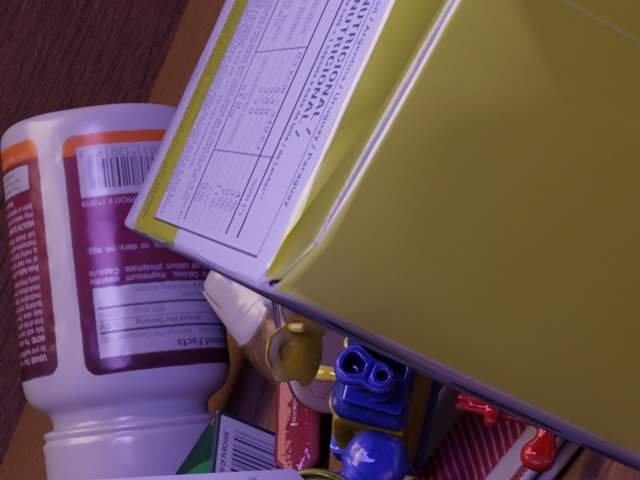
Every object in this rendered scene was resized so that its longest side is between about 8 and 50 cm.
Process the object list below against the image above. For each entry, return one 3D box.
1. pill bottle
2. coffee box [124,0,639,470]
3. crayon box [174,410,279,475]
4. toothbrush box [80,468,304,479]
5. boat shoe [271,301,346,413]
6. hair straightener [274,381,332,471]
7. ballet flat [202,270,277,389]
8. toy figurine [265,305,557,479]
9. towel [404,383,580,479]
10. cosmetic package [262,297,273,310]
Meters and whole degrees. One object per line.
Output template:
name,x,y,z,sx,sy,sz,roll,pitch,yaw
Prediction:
pill bottle,-0.215,0.066,1.739,0.224,0.224,0.392,157,108,-68
coffee box,0.145,-0.077,0.777,0.338,0.338,0.334,-66,16,-3
crayon box,-0.130,0.386,1.420,0.313,0.106,0.363,-55,18,33
toothbrush box,-0.021,0.254,0.813,0.295,0.216,0.126,43,112,32
boat shoe,0.000,0.000,1.333,0.092,0.103,0.285,161,108,-65
hair straightener,-0.004,0.215,1.351,0.089,0.047,0.230,54,-152,-59
ballet flat,-0.058,0.032,1.683,0.116,0.124,0.342,-55,19,29
toy figurine,0.065,0.127,1.102,0.217,0.191,0.362,73,-151,-72
towel,0.098,0.125,1.203,0.237,0.037,0.329,-57,19,23
cosmetic package,0.080,-0.130,1.531,0.284,0.097,0.377,-47,24,55
